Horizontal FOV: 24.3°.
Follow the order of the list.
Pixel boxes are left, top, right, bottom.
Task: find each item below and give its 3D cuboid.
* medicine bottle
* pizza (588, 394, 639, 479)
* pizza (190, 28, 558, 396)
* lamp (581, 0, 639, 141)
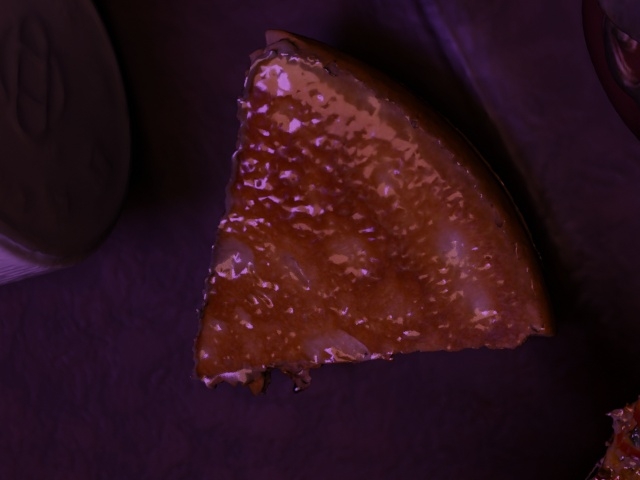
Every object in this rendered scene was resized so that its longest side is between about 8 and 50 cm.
[{"bbox_3d":[-0.281,-0.052,0.775,0.332,0.190,0.190,-8,100,23],"label":"medicine bottle"},{"bbox_3d":[0.172,0.104,0.722,0.099,0.029,0.100,-36,88,26],"label":"pizza"},{"bbox_3d":[0.000,0.000,0.749,0.193,0.053,0.201,-33,101,24],"label":"pizza"},{"bbox_3d":[0.222,-0.119,0.516,0.303,0.257,0.303,19,112,58],"label":"lamp"}]
